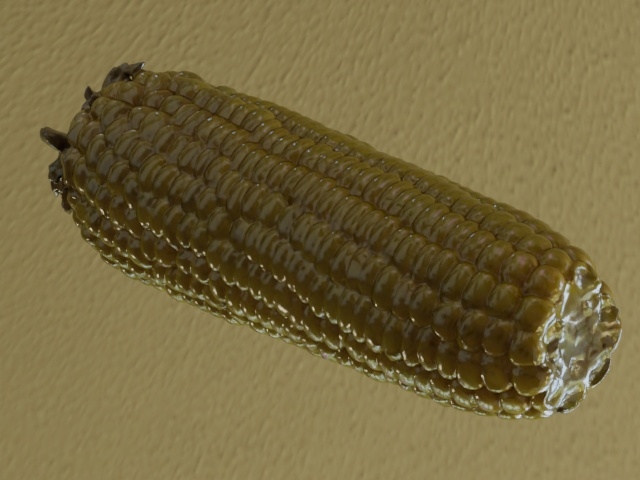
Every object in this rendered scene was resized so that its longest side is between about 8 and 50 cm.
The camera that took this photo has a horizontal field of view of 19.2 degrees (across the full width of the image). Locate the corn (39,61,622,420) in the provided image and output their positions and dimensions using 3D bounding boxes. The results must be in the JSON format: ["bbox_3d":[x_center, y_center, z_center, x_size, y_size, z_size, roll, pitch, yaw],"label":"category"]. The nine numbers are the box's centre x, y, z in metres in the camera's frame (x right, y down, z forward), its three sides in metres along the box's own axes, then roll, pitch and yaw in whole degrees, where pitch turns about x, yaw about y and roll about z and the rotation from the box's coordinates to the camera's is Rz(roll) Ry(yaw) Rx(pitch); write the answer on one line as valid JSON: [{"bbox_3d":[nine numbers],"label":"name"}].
[{"bbox_3d":[0.000,0.000,0.859,0.305,0.106,0.106,23,-64,37],"label":"corn"}]
